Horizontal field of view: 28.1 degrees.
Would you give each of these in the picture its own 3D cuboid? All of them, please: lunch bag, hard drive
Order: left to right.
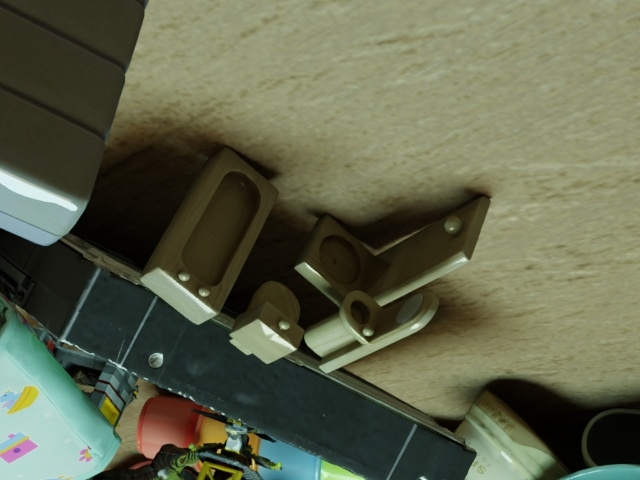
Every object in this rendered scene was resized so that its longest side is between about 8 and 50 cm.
[{"bbox_3d":[-0.297,0.103,0.934,0.262,0.160,0.223,-1,146,13],"label":"lunch bag"},{"bbox_3d":[-0.072,0.087,0.967,0.339,0.064,0.237,28,176,-28],"label":"hard drive"}]

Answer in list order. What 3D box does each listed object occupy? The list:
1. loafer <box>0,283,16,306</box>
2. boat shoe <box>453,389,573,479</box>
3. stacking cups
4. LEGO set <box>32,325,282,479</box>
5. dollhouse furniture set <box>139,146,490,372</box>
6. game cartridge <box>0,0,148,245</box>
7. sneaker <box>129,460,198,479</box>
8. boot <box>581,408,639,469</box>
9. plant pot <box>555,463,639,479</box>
[{"bbox_3d":[-0.304,0.018,1.007,0.096,0.084,0.267,8,152,11],"label":"loafer"},{"bbox_3d":[0.203,0.265,1.188,0.341,0.110,0.121,47,176,-37],"label":"boat shoe"},{"bbox_3d":[-0.019,0.198,1.239,0.316,0.096,0.096,9,152,16],"label":"stacking cups"},{"bbox_3d":[-0.152,0.204,1.160,0.331,0.192,0.255,9,152,27],"label":"LEGO set"},{"bbox_3d":[0.000,0.000,0.826,0.151,0.144,0.123,41,138,-18],"label":"dollhouse furniture set"},{"bbox_3d":[-0.235,-0.159,0.510,0.355,0.230,0.068,26,149,-23],"label":"game cartridge"},{"bbox_3d":[-0.129,0.352,1.548,0.314,0.116,0.136,34,155,-23],"label":"sneaker"},{"bbox_3d":[0.363,0.222,1.124,0.244,0.088,0.176,7,153,26],"label":"boot"},{"bbox_3d":[0.286,0.358,1.037,0.293,0.293,0.235,-12,147,37],"label":"plant pot"}]
